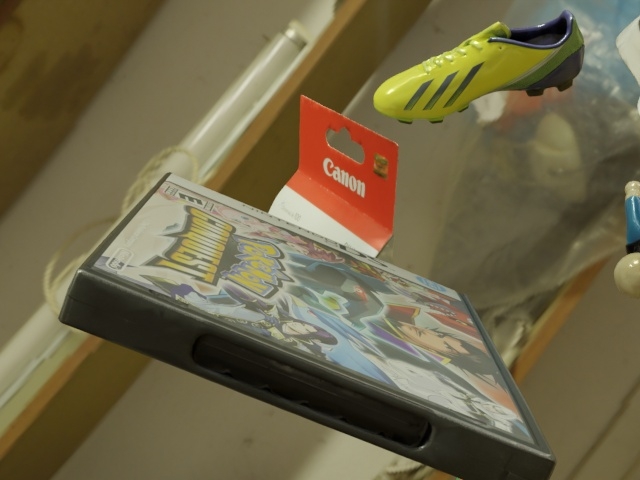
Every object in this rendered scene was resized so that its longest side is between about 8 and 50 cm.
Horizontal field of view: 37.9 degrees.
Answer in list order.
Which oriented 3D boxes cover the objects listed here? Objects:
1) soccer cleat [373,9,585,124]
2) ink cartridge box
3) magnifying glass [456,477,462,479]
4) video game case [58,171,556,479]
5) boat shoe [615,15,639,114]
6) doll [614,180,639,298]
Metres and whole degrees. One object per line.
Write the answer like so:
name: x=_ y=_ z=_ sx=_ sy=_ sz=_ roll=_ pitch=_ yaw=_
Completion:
soccer cleat: x=0.207 y=-0.238 z=1.247 sx=0.289 sy=0.093 sz=0.121 roll=-13 pitch=-45 yaw=4
ink cartridge box: x=0.000 y=0.000 z=0.881 sx=0.066 sy=0.189 sz=0.232 roll=-16 pitch=-62 yaw=-24
magnifying glass: x=0.166 y=0.260 z=1.019 sx=0.026 sy=0.092 sz=0.231 roll=-13 pitch=10 yaw=28
video game case: x=-0.005 y=0.040 z=0.572 sx=0.275 sy=0.248 sz=0.035 roll=-93 pitch=26 yaw=-77
boat shoe: x=0.277 y=-0.132 z=0.645 sx=0.102 sy=0.108 sz=0.301 roll=-53 pitch=-2 yaw=27
doll: x=0.300 y=0.006 z=0.811 sx=0.046 sy=0.129 sz=0.189 roll=-22 pitch=3 yaw=43
